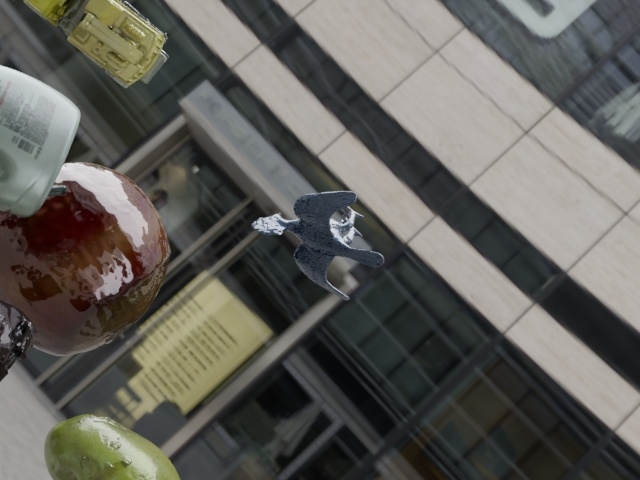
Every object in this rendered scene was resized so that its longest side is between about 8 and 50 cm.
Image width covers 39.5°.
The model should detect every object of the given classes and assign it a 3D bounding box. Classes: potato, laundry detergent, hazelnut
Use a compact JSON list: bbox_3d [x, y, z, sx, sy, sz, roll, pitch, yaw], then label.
[{"bbox_3d":[-0.322,0.370,1.412,0.253,0.148,0.186,40,-32,-2],"label":"potato"},{"bbox_3d":[-0.649,-0.231,1.590,0.398,0.264,0.125,31,-32,-31],"label":"laundry detergent"},{"bbox_3d":[-0.523,0.027,1.908,0.353,0.421,0.421,1,-46,52],"label":"hazelnut"}]

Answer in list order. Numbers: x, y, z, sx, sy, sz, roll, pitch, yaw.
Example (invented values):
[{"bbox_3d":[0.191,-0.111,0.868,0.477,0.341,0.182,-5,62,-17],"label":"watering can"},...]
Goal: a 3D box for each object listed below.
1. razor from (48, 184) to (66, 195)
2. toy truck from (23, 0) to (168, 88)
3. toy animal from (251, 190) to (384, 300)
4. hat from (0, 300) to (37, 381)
[{"bbox_3d":[-0.591,-0.090,1.729,0.033,0.190,0.066,-115,-155,-58],"label":"razor"},{"bbox_3d":[-0.386,-0.376,1.492,0.272,0.124,0.157,40,2,-4],"label":"toy truck"},{"bbox_3d":[0.000,0.000,1.715,0.255,0.176,0.239,34,-39,40],"label":"toy animal"},{"bbox_3d":[-0.669,0.160,1.464,0.238,0.336,0.209,-99,170,-50],"label":"hat"}]
